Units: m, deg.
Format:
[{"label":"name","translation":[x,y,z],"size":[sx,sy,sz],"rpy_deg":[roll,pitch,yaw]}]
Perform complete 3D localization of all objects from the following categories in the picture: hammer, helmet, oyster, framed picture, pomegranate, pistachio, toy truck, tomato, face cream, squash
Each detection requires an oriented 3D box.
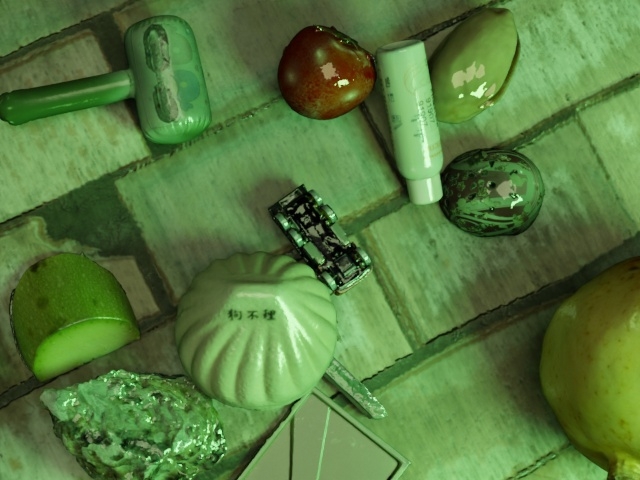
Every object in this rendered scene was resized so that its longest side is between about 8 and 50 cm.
[{"label":"hammer","translation":[-0.353,-0.237,1.628],"size":[0.336,0.119,0.206],"rpy_deg":[-11,84,-1]},{"label":"helmet","translation":[0.294,-0.084,1.681],"size":[0.177,0.107,0.153],"rpy_deg":[0,86,-7]},{"label":"oyster","translation":[-0.285,0.294,1.557],"size":[0.268,0.112,0.198],"rpy_deg":[-10,82,-15]},{"label":"framed picture","translation":[-0.022,0.408,1.626],"size":[0.213,0.016,0.289],"rpy_deg":[38,80,0]},{"label":"pomegranate","translation":[0.530,0.218,1.529],"size":[0.412,0.411,0.411],"rpy_deg":[1,83,-7]},{"label":"pistachio","translation":[0.254,-0.292,1.694],"size":[0.152,0.126,0.223],"rpy_deg":[32,79,35]},{"label":"toy truck","translation":[0.000,0.000,1.645],"size":[0.083,0.092,0.192],"rpy_deg":[-36,80,-10]},{"label":"tomato","translation":[0.008,-0.270,1.652],"size":[0.167,0.167,0.167],"rpy_deg":[1,83,-7]},{"label":"face cream","translation":[0.152,-0.189,1.651],"size":[0.082,0.082,0.269],"rpy_deg":[-16,109,-9]},{"label":"squash","translation":[-0.401,0.108,1.584],"size":[0.192,0.085,0.184],"rpy_deg":[-25,87,-11]}]

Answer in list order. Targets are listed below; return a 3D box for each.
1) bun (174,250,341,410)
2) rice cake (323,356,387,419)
[{"label":"bun","translation":[-0.100,0.115,1.543],"size":[0.263,0.175,0.263],"rpy_deg":[0,63,1]},{"label":"rice cake","translation":[0.028,0.219,1.642],"size":[0.207,0.047,0.036],"rpy_deg":[43,88,2]}]
